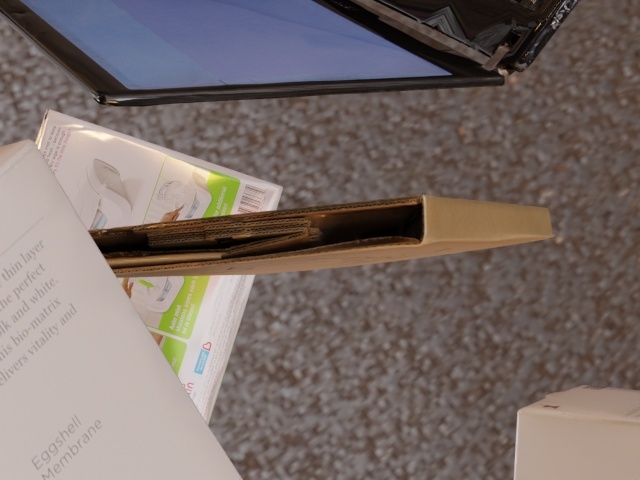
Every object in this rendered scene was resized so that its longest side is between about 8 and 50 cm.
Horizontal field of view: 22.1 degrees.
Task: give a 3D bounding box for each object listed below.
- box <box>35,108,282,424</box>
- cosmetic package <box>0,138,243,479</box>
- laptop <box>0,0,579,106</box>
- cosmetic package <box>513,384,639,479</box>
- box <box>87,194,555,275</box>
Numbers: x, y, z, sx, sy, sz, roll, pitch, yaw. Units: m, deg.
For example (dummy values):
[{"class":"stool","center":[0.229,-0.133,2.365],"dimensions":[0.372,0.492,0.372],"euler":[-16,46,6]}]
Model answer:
[{"class":"box","center":[-0.184,0.048,1.482],"dimensions":[0.231,0.262,0.127],"euler":[17,159,-4]},{"class":"cosmetic package","center":[-0.152,0.122,0.579],"dimensions":[0.138,0.224,0.225],"euler":[-8,119,42]},{"class":"laptop","center":[0.003,-0.157,0.657],"dimensions":[0.264,0.136,0.234],"euler":[-53,34,2]},{"class":"cosmetic package","center":[0.302,0.357,1.743],"dimensions":[0.156,0.217,0.385],"euler":[6,97,26]},{"class":"box","center":[0.000,0.000,0.718],"dimensions":[0.164,0.201,0.021],"euler":[-6,87,21]}]
